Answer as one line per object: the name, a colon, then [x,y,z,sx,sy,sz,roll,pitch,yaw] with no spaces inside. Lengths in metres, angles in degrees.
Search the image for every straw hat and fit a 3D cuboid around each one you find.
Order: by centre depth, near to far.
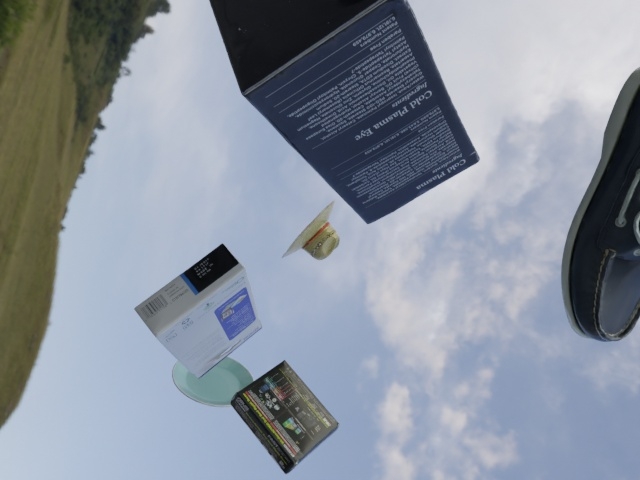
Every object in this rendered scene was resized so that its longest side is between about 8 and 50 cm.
straw hat: [0.000,0.000,1.030,0.061,0.144,0.144,44,-63,3]

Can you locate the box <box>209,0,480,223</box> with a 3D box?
box: [0.017,-0.249,0.725,0.178,0.312,0.344,-30,-124,15]

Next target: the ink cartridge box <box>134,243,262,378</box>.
ink cartridge box: [-0.191,0.134,0.984,0.165,0.333,0.065,-38,-109,-17]

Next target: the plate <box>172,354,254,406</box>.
plate: [-0.240,0.316,1.293,0.188,0.188,0.024,45,-57,50]

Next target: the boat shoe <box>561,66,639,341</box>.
boat shoe: [0.287,-0.025,0.502,0.079,0.095,0.255,31,-72,62]

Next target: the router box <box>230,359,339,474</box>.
router box: [-0.048,0.236,0.780,0.122,0.092,0.038,47,-46,18]
